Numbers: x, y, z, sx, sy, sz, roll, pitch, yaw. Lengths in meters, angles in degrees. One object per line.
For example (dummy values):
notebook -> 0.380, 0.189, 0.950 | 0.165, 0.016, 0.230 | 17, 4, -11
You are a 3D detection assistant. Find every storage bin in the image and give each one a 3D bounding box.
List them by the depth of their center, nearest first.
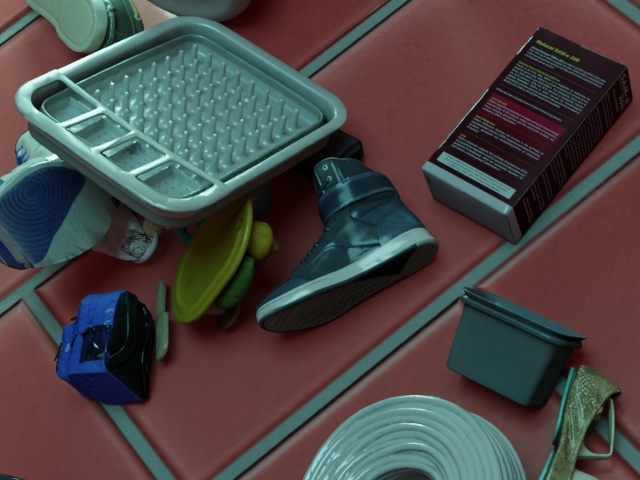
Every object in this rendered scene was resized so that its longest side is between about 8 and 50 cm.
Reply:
storage bin -> 0.206, 0.118, 1.684 | 0.135, 0.098, 0.091 | 26, 97, 30

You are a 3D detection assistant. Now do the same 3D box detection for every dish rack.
dish rack -> -0.162, -0.135, 1.837 | 0.285, 0.072, 0.333 | 33, 44, 24

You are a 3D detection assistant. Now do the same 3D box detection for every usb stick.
usb stick -> -0.064, -0.148, 1.967 | 0.278, 0.045, 0.077 | 31, 73, 32

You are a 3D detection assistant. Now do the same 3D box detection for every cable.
cable -> 0.091, 0.283, 1.581 | 0.257, 0.089, 0.257 | 29, 78, 44

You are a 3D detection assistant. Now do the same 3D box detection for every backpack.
backpack -> -0.254, 0.120, 1.829 | 0.101, 0.098, 0.120 | -4, 58, 21

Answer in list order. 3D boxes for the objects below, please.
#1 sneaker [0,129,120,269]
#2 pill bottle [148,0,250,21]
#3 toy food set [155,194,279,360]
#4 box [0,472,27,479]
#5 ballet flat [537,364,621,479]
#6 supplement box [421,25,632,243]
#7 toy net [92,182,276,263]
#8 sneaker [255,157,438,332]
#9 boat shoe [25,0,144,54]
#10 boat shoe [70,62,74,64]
sneaker -> -0.325, -0.070, 1.930 | 0.182, 0.127, 0.315 | -13, 26, 45
pill bottle -> -0.127, -0.496, 2.111 | 0.210, 0.210, 0.363 | 11, 63, 25
toy food set -> -0.114, 0.041, 1.828 | 0.218, 0.071, 0.128 | -50, 32, 32
box -> -0.380, 0.445, 1.592 | 0.293, 0.212, 0.395 | 10, 63, 23
ballet flat -> 0.263, 0.226, 1.604 | 0.067, 0.073, 0.206 | 17, 68, 12
supplement box -> 0.245, -0.127, 1.831 | 0.130, 0.073, 0.239 | 32, 74, 31
toy net -> -0.169, -0.009, 1.921 | 0.232, 0.045, 0.122 | -15, 83, 13
sneaker -> 0.001, 0.001, 1.816 | 0.226, 0.086, 0.163 | -27, 63, -10
boat shoe -> -0.342, -0.353, 2.168 | 0.305, 0.091, 0.109 | 52, 126, 40
boat shoe -> -0.312, -0.188, 2.076 | 0.042, 0.049, 0.133 | -30, 58, -12
